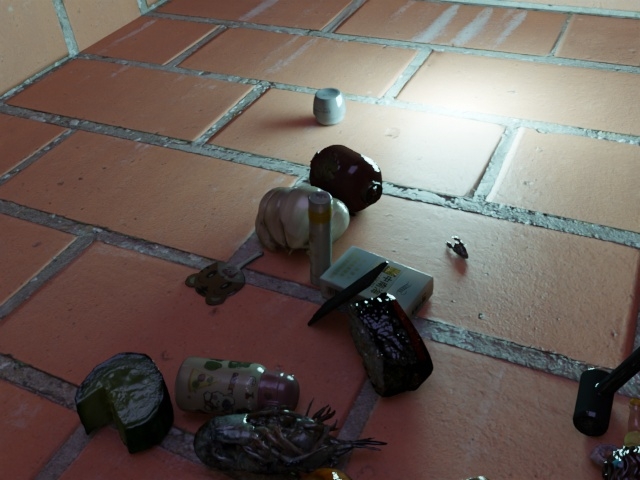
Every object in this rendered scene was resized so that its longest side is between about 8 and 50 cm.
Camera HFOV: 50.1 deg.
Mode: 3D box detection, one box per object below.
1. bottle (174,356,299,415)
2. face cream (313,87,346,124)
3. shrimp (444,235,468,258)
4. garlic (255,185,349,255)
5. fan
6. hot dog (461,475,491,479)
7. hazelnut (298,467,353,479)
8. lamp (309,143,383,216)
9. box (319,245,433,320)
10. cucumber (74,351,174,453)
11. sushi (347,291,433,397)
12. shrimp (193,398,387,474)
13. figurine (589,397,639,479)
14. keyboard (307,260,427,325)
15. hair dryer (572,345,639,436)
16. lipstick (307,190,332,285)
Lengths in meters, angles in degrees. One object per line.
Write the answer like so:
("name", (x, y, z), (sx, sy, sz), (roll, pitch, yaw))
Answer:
("bottle", (-0.171, 0.315, 1.445), (0.253, 0.120, 0.120), (3, 40, 13))
("face cream", (0.031, -0.471, 2.404), (0.117, 0.104, 0.117), (-3, 38, 2))
("shrimp", (0.365, 0.014, 1.812), (0.029, 0.038, 0.092), (20, 17, -44))
("garlic", (-0.063, -0.055, 1.844), (0.281, 0.184, 0.203), (13, 62, 20))
("fan", (-0.239, 0.086, 1.826), (0.227, 0.008, 0.152), (-34, 46, -29))
("hot dog", (0.305, 0.501, 1.201), (0.108, 0.059, 0.191), (-23, 44, -14))
("hazelnut", (0.018, 0.482, 1.216), (0.150, 0.150, 0.150), (-4, 39, 3))
("lamp", (0.073, -0.173, 1.987), (0.180, 0.180, 0.258), (-31, 46, -27))
("box", (0.138, 0.113, 1.693), (0.243, 0.067, 0.155), (20, 47, 29))
("cucumber", (-0.399, 0.342, 1.446), (0.191, 0.130, 0.191), (-2, 46, 3))
("sushi", (0.141, 0.228, 1.498), (0.126, 0.136, 0.225), (-19, 52, -15))
("shrimp", (-0.062, 0.390, 1.307), (0.372, 0.137, 0.172), (-9, 11, 4))
("figurine", (0.584, 0.404, 1.233), (0.175, 0.115, 0.240), (8, 41, 17))
("keyboard", (0.088, 0.107, 1.532), (0.381, 0.041, 0.103), (-30, 12, 49))
("hair dryer", (0.568, 0.268, 1.305), (0.070, 0.255, 0.128), (27, 49, 8))
("lipstick", (0.000, 0.000, 1.698), (0.059, 0.264, 0.059), (-1, 39, 1))
